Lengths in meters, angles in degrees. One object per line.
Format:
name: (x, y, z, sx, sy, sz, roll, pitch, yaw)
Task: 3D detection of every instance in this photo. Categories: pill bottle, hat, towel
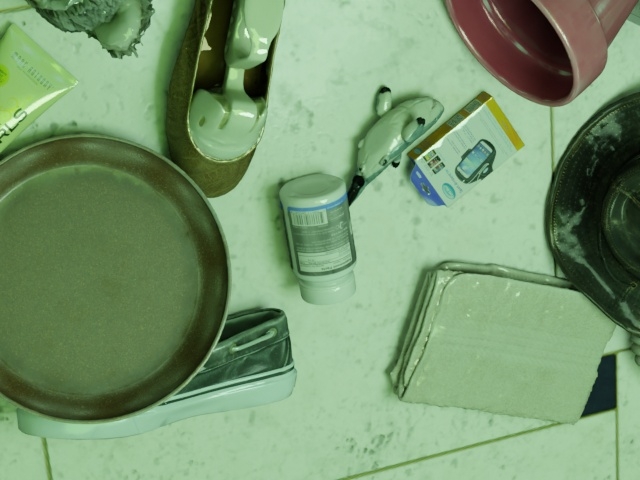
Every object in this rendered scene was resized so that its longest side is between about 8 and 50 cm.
pill bottle: (0.000, 0.000, 1.965, 0.078, 0.078, 0.137, -16, 115, -15)
hat: (0.429, -0.017, 2.018, 0.331, 0.134, 0.331, 1, 98, 9)
towel: (0.232, 0.129, 2.126, 0.282, 0.049, 0.187, 11, 107, -26)

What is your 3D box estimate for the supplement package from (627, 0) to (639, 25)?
supplement package: (0.499, -0.304, 1.934, 0.199, 0.263, 0.198, 7, 108, -23)

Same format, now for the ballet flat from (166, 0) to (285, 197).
ballet flat: (-0.088, -0.194, 1.828, 0.116, 0.124, 0.342, 7, 108, -23)

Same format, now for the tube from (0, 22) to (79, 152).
tube: (-0.368, -0.110, 1.791, 0.240, 0.062, 0.070, -48, 147, -4)

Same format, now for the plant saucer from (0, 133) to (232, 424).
plant saucer: (-0.251, 0.042, 1.844, 0.310, 0.050, 0.311, 1, 84, -12)

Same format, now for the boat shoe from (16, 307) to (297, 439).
boat shoe: (-0.187, 0.142, 1.941, 0.335, 0.121, 0.119, -11, 105, -28)

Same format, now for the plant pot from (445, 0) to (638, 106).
plant pot: (0.267, -0.281, 1.906, 0.180, 0.201, 0.201, -43, 120, -19)

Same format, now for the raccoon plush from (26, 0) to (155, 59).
raccoon plush: (-0.126, -0.369, 1.710, 0.446, 0.216, 0.299, -17, 123, -15)

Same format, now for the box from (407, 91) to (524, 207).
box: (0.166, -0.102, 2.019, 0.136, 0.028, 0.081, -38, 119, -1)

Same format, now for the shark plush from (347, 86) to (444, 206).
shark plush: (0.082, -0.098, 1.975, 0.067, 0.073, 0.161, 20, 99, -58)

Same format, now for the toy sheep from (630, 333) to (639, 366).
toy sheep: (0.438, 0.121, 2.184, 0.091, 0.091, 0.132, -3, 97, -20)
